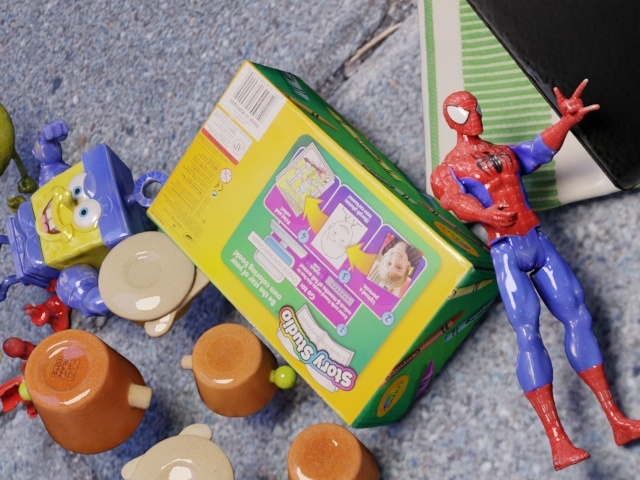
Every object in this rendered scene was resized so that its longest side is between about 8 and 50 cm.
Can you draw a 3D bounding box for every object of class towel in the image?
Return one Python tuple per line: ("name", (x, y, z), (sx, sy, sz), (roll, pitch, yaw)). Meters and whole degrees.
("towel", (0.220, -0.149, 1.004), (0.324, 0.038, 0.248), (-14, 67, 34))

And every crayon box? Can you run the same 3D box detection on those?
("crayon box", (0.000, 0.000, 1.056), (0.278, 0.081, 0.165), (44, 109, 25))

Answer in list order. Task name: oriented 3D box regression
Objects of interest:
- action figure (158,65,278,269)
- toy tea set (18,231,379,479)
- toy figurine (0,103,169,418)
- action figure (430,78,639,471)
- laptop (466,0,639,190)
("action figure", (-0.084, -0.037, 1.197), (0.232, 0.063, 0.137), (-38, 56, 28))
("toy tea set", (-0.103, 0.156, 1.089), (0.200, 0.124, 0.336), (-42, 63, -13))
("toy figurine", (-0.235, -0.026, 1.263), (0.217, 0.191, 0.363), (-26, 60, 15))
("action figure", (0.158, 0.007, 0.888), (0.280, 0.091, 0.139), (67, 160, 14))
("laptop", (0.248, -0.327, 0.955), (0.382, 0.236, 0.408), (-38, 34, 16))
